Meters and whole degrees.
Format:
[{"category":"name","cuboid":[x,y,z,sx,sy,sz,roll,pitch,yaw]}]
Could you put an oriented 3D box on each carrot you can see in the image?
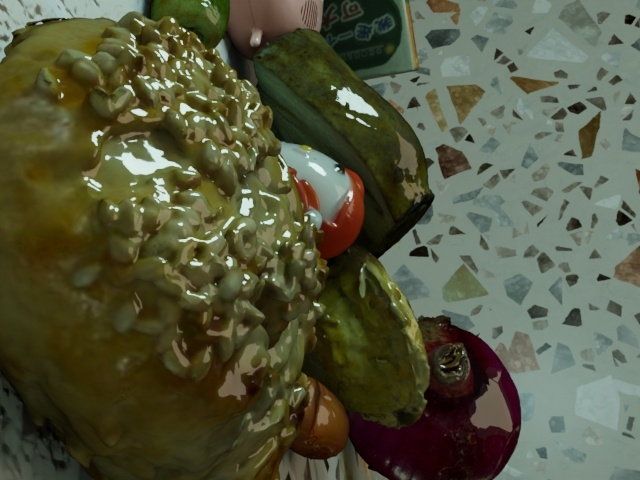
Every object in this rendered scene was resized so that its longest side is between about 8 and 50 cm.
[{"category":"carrot","cuboid":[-0.126,-0.317,0.788,0.074,0.074,0.358,71,12,-50]}]

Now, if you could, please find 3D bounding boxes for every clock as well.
[{"category":"clock","cuboid":[-0.053,-0.350,1.036,0.227,0.142,0.241,-36,126,-75]}]

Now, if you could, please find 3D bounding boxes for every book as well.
[{"category":"book","cuboid":[0.000,-0.418,1.150,0.043,0.260,0.371,-27,109,-54]}]

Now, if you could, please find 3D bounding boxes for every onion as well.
[{"category":"onion","cuboid":[0.208,0.285,1.410,0.385,0.348,0.347,95,-8,-60]}]

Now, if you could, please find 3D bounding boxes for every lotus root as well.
[{"category":"lotus root","cuboid":[0.052,-0.123,1.027,0.260,0.149,0.267,43,-19,25]}]

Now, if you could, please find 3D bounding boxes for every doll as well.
[{"category":"doll","cuboid":[-0.028,-0.044,0.869,0.290,0.161,0.130,-7,117,-71]}]

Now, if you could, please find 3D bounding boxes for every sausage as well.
[{"category":"sausage","cuboid":[-0.015,0.222,0.961,0.179,0.089,0.089,64,18,-53]}]

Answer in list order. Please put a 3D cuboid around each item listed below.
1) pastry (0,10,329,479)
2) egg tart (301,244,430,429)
[{"category":"pastry","cuboid":[-0.079,0.018,0.449,0.311,0.162,0.255,73,9,-51]},{"category":"egg tart","cuboid":[0.032,0.137,1.052,0.295,0.116,0.295,46,-31,39]}]
